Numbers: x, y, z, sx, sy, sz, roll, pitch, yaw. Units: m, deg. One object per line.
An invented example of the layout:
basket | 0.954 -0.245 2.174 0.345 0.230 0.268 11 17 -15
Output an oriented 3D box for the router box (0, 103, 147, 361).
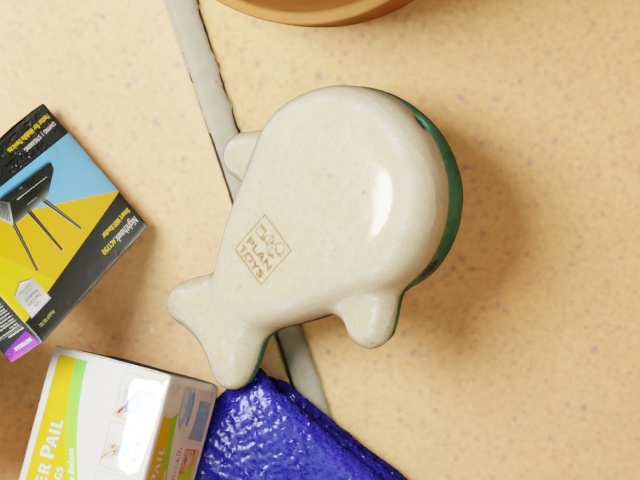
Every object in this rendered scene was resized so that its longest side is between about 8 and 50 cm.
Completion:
router box | -0.228 -0.009 1.465 0.046 0.179 0.133 -32 103 37

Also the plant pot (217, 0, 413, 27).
plant pot | -0.030 -0.297 1.377 0.291 0.203 0.290 3 99 17

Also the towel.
towel | -0.067 0.285 1.570 0.228 0.076 0.308 38 93 -10

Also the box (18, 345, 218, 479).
box | -0.170 0.196 1.495 0.103 0.114 0.203 13 86 19

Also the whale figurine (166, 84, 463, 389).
whale figurine | 0.000 0.000 1.517 0.272 0.141 0.216 -48 67 22
